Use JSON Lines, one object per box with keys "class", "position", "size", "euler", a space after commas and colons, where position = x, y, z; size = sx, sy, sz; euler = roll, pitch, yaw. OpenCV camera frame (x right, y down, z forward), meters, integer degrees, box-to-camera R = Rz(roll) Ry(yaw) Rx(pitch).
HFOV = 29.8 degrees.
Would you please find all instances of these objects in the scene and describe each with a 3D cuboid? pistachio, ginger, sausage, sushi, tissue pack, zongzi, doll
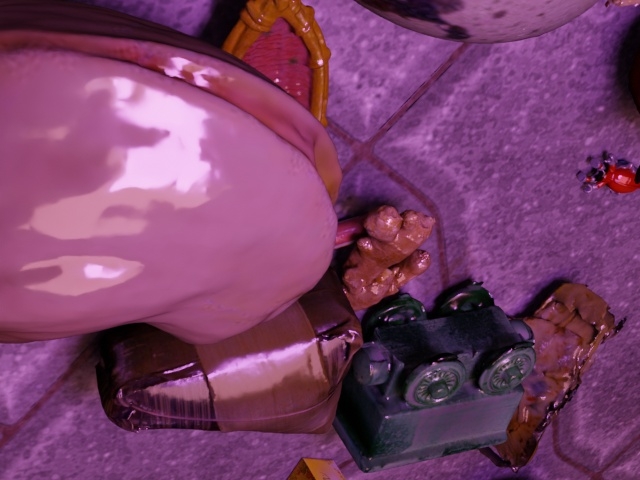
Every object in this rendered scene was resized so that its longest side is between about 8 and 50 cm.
{"class": "pistachio", "position": [-0.190, -0.039, 1.009], "size": [0.445, 0.281, 0.365], "euler": [19, 142, -35]}
{"class": "ginger", "position": [0.072, 0.028, 1.384], "size": [0.176, 0.052, 0.193], "euler": [-44, 151, 20]}
{"class": "sausage", "position": [0.000, 0.000, 1.359], "size": [0.223, 0.029, 0.029], "euler": [-17, 135, -21]}
{"class": "sushi", "position": [0.300, 0.181, 1.675], "size": [0.131, 0.139, 0.291], "euler": [-17, 139, -50]}
{"class": "tissue pack", "position": [-0.027, 0.393, 1.644], "size": [0.062, 0.095, 0.176], "euler": [13, 119, -40]}
{"class": "zongzi", "position": [-0.105, 0.182, 1.377], "size": [0.289, 0.154, 0.318], "euler": [-13, 141, -14]}
{"class": "doll", "position": [0.382, -0.081, 1.544], "size": [0.114, 0.039, 0.057], "euler": [9, 100, -30]}

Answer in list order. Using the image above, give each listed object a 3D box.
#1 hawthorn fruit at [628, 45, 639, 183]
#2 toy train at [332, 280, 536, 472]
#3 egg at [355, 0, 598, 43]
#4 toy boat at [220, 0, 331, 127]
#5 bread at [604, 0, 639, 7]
{"class": "hawthorn fruit", "position": [0.470, -0.161, 1.367], "size": [0.300, 0.254, 0.254], "euler": [-47, 139, -5]}
{"class": "toy train", "position": [0.148, 0.170, 1.529], "size": [0.266, 0.145, 0.202], "euler": [-5, 132, -30]}
{"class": "egg", "position": [0.118, -0.310, 0.975], "size": [0.379, 0.287, 0.288], "euler": [10, 121, -53]}
{"class": "toy boat", "position": [-0.051, -0.117, 1.173], "size": [0.141, 0.099, 0.318], "euler": [-19, 133, -24]}
{"class": "bread", "position": [0.338, -0.351, 1.223], "size": [0.138, 0.102, 0.196], "euler": [-19, 138, -16]}
